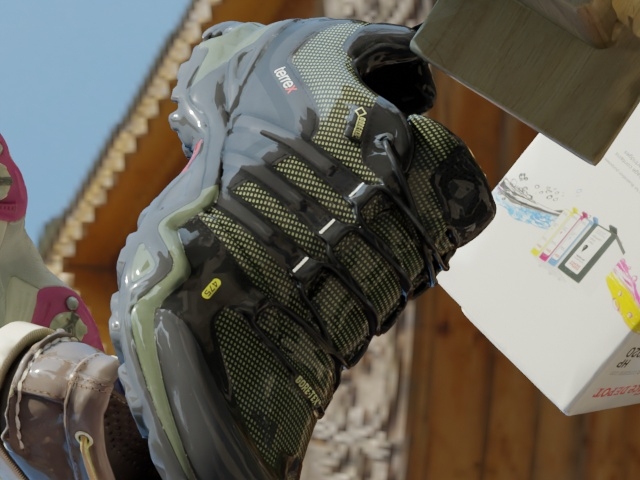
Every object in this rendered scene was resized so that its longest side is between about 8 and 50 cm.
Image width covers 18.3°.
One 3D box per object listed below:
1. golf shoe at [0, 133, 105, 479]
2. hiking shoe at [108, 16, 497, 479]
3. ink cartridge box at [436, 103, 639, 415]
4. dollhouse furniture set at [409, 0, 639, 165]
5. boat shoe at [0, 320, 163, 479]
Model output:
[{"bbox_3d":[-0.232,0.044,1.332,0.115,0.140,0.306,-24,-76,-28],"label":"golf shoe"},{"bbox_3d":[0.000,0.000,0.686,0.086,0.114,0.227,55,-149,-45],"label":"hiking shoe"},{"bbox_3d":[0.243,-0.002,1.581,0.233,0.168,0.171,-52,-25,20],"label":"ink cartridge box"},{"bbox_3d":[0.131,-0.142,0.666,0.242,0.212,0.161,-57,-16,2],"label":"dollhouse furniture set"},{"bbox_3d":[-0.111,0.164,1.290,0.117,0.096,0.324,-64,-34,-26],"label":"boat shoe"}]
